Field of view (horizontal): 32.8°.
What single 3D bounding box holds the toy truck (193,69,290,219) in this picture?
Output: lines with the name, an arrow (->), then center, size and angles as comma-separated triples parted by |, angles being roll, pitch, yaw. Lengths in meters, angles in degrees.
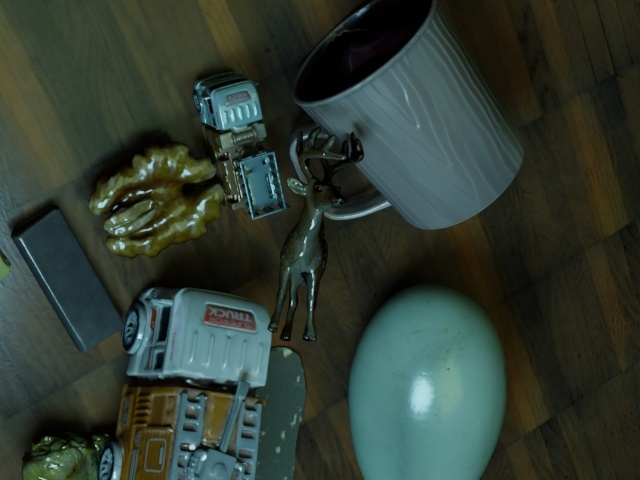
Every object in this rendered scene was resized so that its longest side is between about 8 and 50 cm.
toy truck -> -0.103, -0.126, 1.420 | 0.080, 0.115, 0.178 | -19, 111, -18

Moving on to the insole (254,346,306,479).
insole -> -0.065, 0.275, 1.617 | 0.081, 0.011, 0.248 | 0, 105, -23

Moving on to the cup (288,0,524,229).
cup -> 0.101, -0.151, 1.453 | 0.288, 0.208, 0.273 | -46, 119, -7

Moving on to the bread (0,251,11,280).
bread -> -0.445, 0.015, 1.363 | 0.084, 0.080, 0.109 | -37, 152, -10

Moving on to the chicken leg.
chicken leg -> -0.312, 0.318, 1.477 | 0.088, 0.103, 0.227 | -22, 146, 30

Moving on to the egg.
egg -> 0.153, 0.240, 1.583 | 0.229, 0.230, 0.371 | -7, 113, -23

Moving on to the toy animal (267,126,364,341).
toy animal -> -0.019, -0.004, 1.393 | 0.087, 0.243, 0.260 | 10, 82, -8

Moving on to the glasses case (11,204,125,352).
glasses case -> -0.327, 0.051, 1.413 | 0.072, 0.042, 0.191 | -34, 116, -20

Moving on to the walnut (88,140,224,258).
walnut -> -0.214, -0.056, 1.417 | 0.170, 0.069, 0.143 | -23, 111, -13

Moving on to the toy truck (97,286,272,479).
toy truck -> -0.166, 0.250, 1.399 | 0.173, 0.207, 0.388 | 12, 76, -27
